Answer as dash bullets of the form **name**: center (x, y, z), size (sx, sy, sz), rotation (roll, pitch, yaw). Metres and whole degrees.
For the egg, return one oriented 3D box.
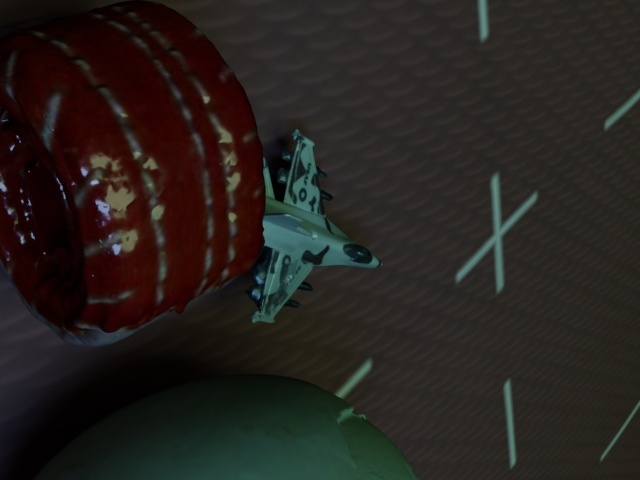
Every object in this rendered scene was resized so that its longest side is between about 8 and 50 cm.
- **egg**: center (-0.052, 0.233, 0.638), size (0.336, 0.278, 0.278), rotation (-13, 116, -52)

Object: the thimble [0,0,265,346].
- **thimble**: center (-0.122, -0.038, 0.522), size (0.125, 0.163, 0.189), rotation (-30, 121, -37)

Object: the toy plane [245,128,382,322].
- **toy plane**: center (-0.017, -0.003, 0.750), size (0.234, 0.082, 0.159), rotation (27, 74, -67)
